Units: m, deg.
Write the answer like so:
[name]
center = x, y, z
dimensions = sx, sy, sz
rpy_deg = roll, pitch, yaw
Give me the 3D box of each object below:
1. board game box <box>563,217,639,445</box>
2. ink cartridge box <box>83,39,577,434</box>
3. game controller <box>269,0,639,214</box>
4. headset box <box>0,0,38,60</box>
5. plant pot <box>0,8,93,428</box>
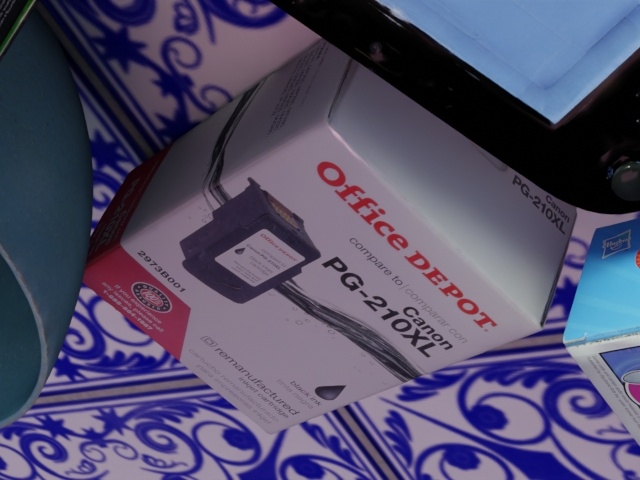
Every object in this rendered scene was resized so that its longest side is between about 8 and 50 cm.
[board game box]
center = 0.328, 0.092, 0.668
dimensions = 0.302, 0.086, 0.308
rpy_deg = -16, 126, 37
[ink cartridge box]
center = 0.000, 0.000, 0.792
dimensions = 0.172, 0.100, 0.237
rpy_deg = 42, 137, -21
[game controller]
center = 0.067, -0.133, 0.577
dimensions = 0.319, 0.067, 0.166
rpy_deg = 32, 136, -18
[headset box]
center = -0.233, -0.187, 0.529
dimensions = 0.283, 0.131, 0.246
rpy_deg = 40, 105, 20
[plant pot]
center = -0.246, -0.054, 0.779
dimensions = 0.290, 0.195, 0.290
rpy_deg = 14, 139, 12
